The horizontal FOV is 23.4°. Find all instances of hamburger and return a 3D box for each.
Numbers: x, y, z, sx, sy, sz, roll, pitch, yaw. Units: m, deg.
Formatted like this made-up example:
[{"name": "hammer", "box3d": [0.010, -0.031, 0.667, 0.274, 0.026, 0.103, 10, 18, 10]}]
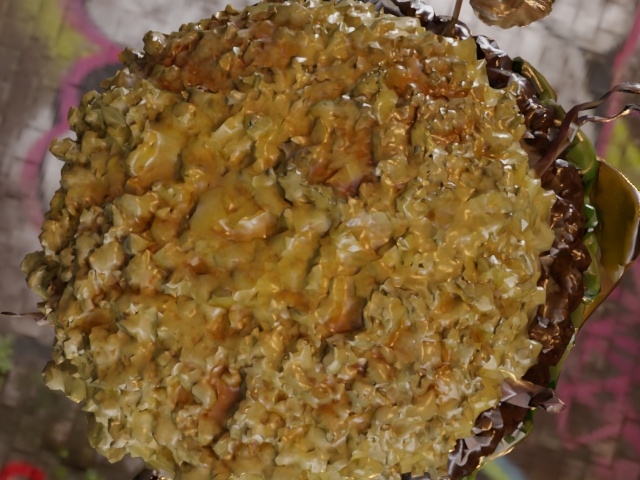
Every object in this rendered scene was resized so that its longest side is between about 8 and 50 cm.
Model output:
[{"name": "hamburger", "box3d": [0.000, 0.000, 0.627, 0.261, 0.243, 0.139, -55, 162, 3]}]

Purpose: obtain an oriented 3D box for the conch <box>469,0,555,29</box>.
[{"name": "conch", "box3d": [0.088, -0.202, 0.849, 0.130, 0.155, 0.207, -43, -125, 38]}]
